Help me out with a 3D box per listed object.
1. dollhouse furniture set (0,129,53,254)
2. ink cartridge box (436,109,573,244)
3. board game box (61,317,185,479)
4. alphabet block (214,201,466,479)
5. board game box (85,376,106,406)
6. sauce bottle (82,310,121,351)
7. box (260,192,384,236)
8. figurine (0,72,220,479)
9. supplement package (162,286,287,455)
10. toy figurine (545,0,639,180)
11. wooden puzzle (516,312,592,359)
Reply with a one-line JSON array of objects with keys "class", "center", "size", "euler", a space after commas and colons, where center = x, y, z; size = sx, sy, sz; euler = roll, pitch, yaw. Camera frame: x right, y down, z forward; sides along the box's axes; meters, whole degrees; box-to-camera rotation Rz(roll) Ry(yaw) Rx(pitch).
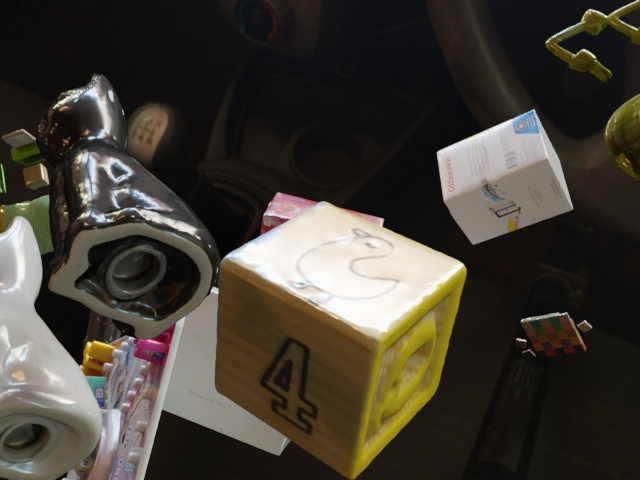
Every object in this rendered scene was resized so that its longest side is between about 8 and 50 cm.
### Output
[{"class": "dollhouse furniture set", "center": [-0.769, -0.108, 1.790], "size": [0.197, 0.151, 0.301], "euler": [-17, 72, 3]}, {"class": "ink cartridge box", "center": [0.398, -0.133, 1.565], "size": [0.232, 0.168, 0.171], "euler": [-22, 42, 24]}, {"class": "board game box", "center": [-0.324, 0.306, 1.014], "size": [0.050, 0.390, 0.390], "euler": [22, 65, -24]}, {"class": "alphabet block", "center": [0.018, 0.100, 0.788], "size": [0.197, 0.193, 0.192], "euler": [25, 37, 28]}, {"class": "board game box", "center": [-0.445, 0.227, 1.043], "size": [0.210, 0.160, 0.047], "euler": [-12, 72, 31]}, {"class": "sauce bottle", "center": [-0.399, 0.050, 1.387], "size": [0.111, 0.111, 0.344], "euler": [11, 90, 5]}, {"class": "box", "center": [0.000, 0.000, 1.583], "size": [0.257, 0.128, 0.122], "euler": [14, 30, 6]}, {"class": "figurine", "center": [-0.175, 0.015, 0.470], "size": [0.215, 0.092, 0.209], "euler": [-52, 42, 17]}, {"class": "supplement package", "center": [-0.143, 0.197, 1.173], "size": [0.262, 0.145, 0.204], "euler": [20, 85, 7]}, {"class": "toy figurine", "center": [0.387, -0.202, 0.538], "size": [0.362, 0.217, 0.191], "euler": [-22, 75, -16]}, {"class": "wooden puzzle", "center": [0.236, 0.096, 0.729], "size": [0.083, 0.049, 0.006], "euler": [-17, 24, 37]}]
